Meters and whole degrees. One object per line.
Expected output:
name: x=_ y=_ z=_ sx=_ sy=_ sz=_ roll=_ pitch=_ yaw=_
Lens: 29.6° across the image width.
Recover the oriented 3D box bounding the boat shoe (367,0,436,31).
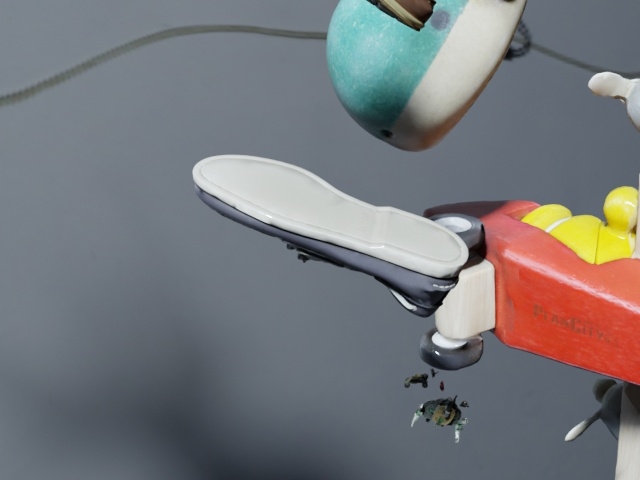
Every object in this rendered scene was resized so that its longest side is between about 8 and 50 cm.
boat shoe: x=0.020 y=-0.197 z=0.748 sx=0.060 sy=0.064 sz=0.178 roll=-47 pitch=125 yaw=5

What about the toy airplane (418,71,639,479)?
toy airplane: x=0.303 y=0.049 z=1.075 sx=0.272 sy=0.386 sz=0.384 roll=-29 pitch=81 yaw=-43

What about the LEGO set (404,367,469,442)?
LEGO set: x=0.105 y=0.143 z=1.078 sx=0.054 sy=0.023 sz=0.083 roll=-8 pitch=121 yaw=6

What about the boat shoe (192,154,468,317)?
boat shoe: x=0.000 y=0.000 z=0.872 sx=0.206 sy=0.075 sz=0.065 roll=20 pitch=125 yaw=4

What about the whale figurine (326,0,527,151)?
whale figurine: x=0.101 y=-0.212 z=1.038 sx=0.141 sy=0.216 sz=0.272 roll=28 pitch=77 yaw=-2
